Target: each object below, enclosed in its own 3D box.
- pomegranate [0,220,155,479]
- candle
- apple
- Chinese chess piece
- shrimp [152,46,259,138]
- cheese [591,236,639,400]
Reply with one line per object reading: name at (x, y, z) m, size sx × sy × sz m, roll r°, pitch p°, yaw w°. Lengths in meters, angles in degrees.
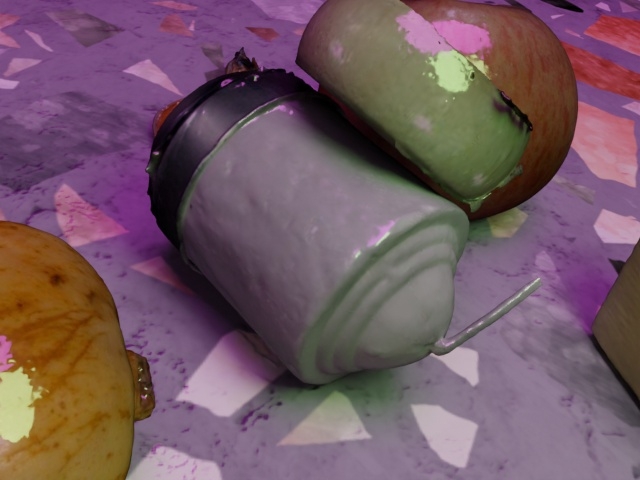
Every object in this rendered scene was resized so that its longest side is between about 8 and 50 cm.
pomegranate at (-0.223, 0.102, 0.435) m, size 0.248 × 0.248 × 0.248 m, roll 9°, pitch 39°, yaw -8°
candle at (0.000, 0.000, 0.635) m, size 0.221 × 0.221 × 0.342 m, roll -21°, pitch 52°, yaw -37°
apple at (0.166, -0.186, 0.874) m, size 0.345 × 0.269 × 0.345 m, roll 9°, pitch 38°, yaw -7°
Chinese chess piece at (0.083, -0.130, 0.613) m, size 0.238 × 0.092 × 0.238 m, roll 40°, pitch 9°, yaw -8°
shrimp at (-0.144, -0.182, 0.936) m, size 0.164 × 0.062 × 0.317 m, roll 5°, pitch 42°, yaw -8°
cheese at (0.403, 0.100, 0.623) m, size 0.124 × 0.242 × 0.265 m, roll -1°, pitch 40°, yaw -19°
